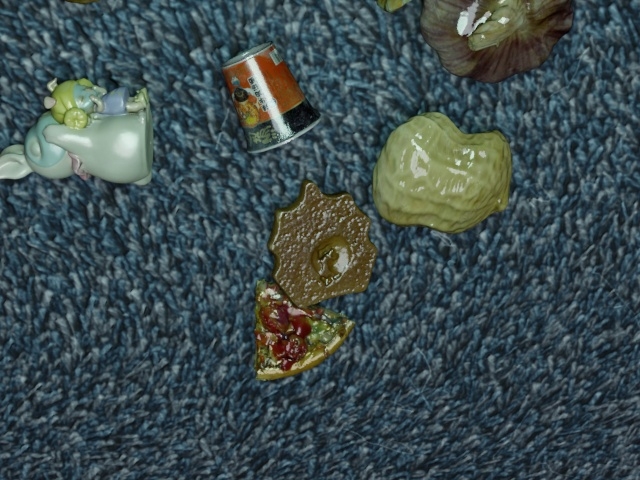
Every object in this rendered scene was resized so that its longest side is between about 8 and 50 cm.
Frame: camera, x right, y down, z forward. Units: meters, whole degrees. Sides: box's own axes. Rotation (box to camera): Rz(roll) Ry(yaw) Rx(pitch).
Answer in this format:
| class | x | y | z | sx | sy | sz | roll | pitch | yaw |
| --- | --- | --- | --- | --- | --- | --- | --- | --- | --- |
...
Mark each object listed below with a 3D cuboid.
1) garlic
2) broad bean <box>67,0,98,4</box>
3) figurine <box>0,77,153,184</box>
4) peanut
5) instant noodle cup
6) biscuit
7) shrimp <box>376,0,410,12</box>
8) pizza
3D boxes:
| class | x | y | z | sx | sy | sz | roll | pitch | yaw |
| --- | --- | --- | --- | --- | --- | --- | --- | --- | --- |
| garlic | 0.260 | -0.336 | 1.369 | 0.244 | 0.160 | 0.245 | -6 | 120 | -10 |
| broad bean | -0.356 | -0.429 | 1.280 | 0.156 | 0.122 | 0.228 | -44 | 122 | -14 |
| figurine | -0.370 | -0.154 | 1.410 | 0.235 | 0.127 | 0.155 | 0 | 134 | -4 |
| peanut | 0.199 | -0.100 | 1.511 | 0.233 | 0.110 | 0.197 | 14 | 113 | -11 |
| instant noodle cup | -0.081 | -0.216 | 1.422 | 0.127 | 0.127 | 0.136 | -24 | 108 | 5 |
| biscuit | -0.001 | -0.001 | 1.570 | 0.182 | 0.034 | 0.215 | -15 | 112 | -11 |
| shrimp | 0.151 | -0.413 | 1.334 | 0.051 | 0.150 | 0.217 | 25 | 105 | -26 |
| pizza | -0.062 | 0.154 | 1.633 | 0.201 | 0.053 | 0.193 | -37 | 114 | 11 |
